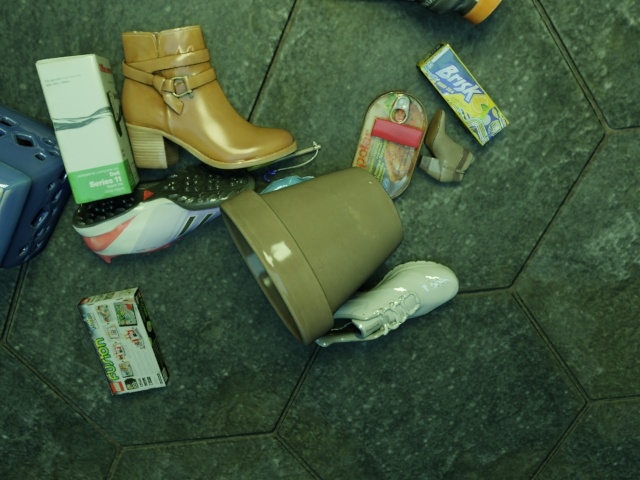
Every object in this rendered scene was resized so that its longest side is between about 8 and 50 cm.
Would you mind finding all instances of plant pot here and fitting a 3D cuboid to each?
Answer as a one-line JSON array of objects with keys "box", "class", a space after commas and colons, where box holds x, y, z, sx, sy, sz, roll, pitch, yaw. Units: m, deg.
[{"box": [-0.554, -0.082, 0.954, 0.235, 0.212, 0.236, 28, 109, -11], "class": "plant pot"}, {"box": [0.000, 0.000, 0.960, 0.229, 0.263, 0.263, -31, 111, -13], "class": "plant pot"}]

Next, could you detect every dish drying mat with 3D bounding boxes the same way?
[{"box": [0.127, -0.179, 0.996, 0.083, 0.008, 0.032, 14, 111, -7], "class": "dish drying mat"}]

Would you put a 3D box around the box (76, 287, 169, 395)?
[{"box": [-0.380, 0.199, 1.164, 0.114, 0.036, 0.207, -10, 112, 4], "class": "box"}]

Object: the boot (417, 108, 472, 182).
[{"box": [0.221, -0.157, 1.030, 0.086, 0.042, 0.119, 13, 113, -13], "class": "boot"}]

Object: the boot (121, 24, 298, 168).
[{"box": [-0.180, -0.232, 0.968, 0.283, 0.109, 0.220, 1, 108, 7], "class": "boot"}]

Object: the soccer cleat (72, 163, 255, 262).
[{"box": [-0.259, -0.045, 1.044, 0.318, 0.109, 0.116, -14, 133, 2], "class": "soccer cleat"}]

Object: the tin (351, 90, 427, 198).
[{"box": [0.114, -0.161, 1.026, 0.106, 0.040, 0.190, 12, 111, -10], "class": "tin"}]

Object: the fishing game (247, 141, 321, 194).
[{"box": [-0.035, -0.027, 1.077, 0.189, 0.041, 0.264, -21, 103, 7], "class": "fishing game"}]

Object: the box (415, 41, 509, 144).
[{"box": [0.233, -0.241, 0.985, 0.059, 0.054, 0.169, -40, 107, 14], "class": "box"}]

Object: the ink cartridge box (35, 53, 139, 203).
[{"box": [-0.355, -0.176, 0.935, 0.086, 0.153, 0.209, -13, 106, -8], "class": "ink cartridge box"}]

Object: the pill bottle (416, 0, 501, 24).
[{"box": [0.151, -0.410, 0.842, 0.245, 0.130, 0.130, 30, 109, -12], "class": "pill bottle"}]

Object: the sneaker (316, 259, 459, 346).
[{"box": [0.114, 0.129, 1.094, 0.297, 0.129, 0.111, -21, 109, 6], "class": "sneaker"}]
